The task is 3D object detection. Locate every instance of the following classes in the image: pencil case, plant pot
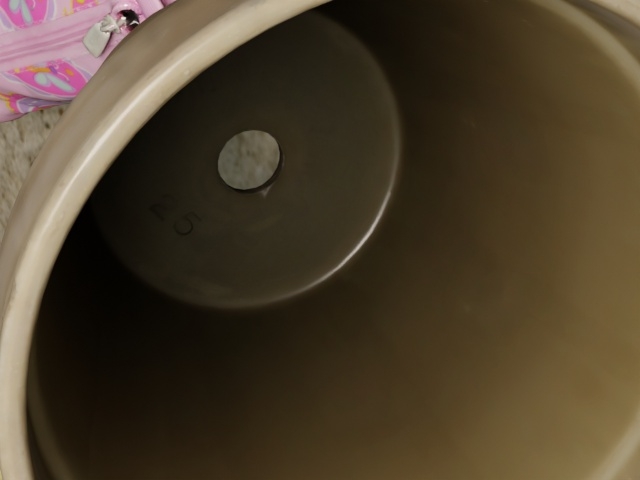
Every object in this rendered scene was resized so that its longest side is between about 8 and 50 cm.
[{"bbox_3d":[-0.142,-0.144,0.885,0.284,0.124,0.124,-2,108,50],"label":"pencil case"},{"bbox_3d":[0.000,0.000,0.665,0.280,0.323,0.323,-128,31,-62],"label":"plant pot"}]

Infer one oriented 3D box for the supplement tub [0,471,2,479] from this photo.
[{"bbox_3d":[-0.210,0.159,1.103,0.200,0.144,0.144,40,135,28],"label":"supplement tub"}]
